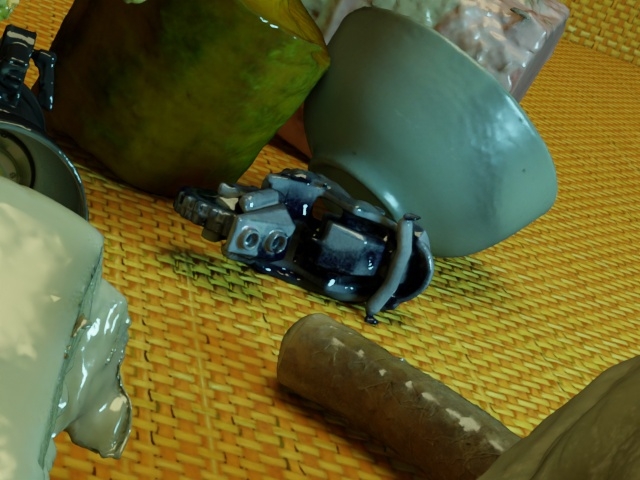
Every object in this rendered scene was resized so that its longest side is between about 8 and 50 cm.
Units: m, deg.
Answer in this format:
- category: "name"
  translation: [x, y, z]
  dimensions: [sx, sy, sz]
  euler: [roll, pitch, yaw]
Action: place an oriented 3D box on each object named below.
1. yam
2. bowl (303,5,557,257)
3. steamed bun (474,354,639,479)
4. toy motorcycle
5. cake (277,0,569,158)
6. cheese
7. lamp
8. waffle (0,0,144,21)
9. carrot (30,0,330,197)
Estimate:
- category: "yam"
  translation: [0.105, 0.158, 1.173]
  dimensions: [0.357, 0.081, 0.081]
  euler: [32, 20, 29]
- category: "bowl"
  translation: [0.081, -0.080, 1.630]
  dimensions: [0.289, 0.146, 0.289]
  euler: [39, -18, 15]
- category: "steamed bun"
  translation: [0.277, 0.190, 0.912]
  dimensions: [0.342, 0.255, 0.367]
  euler: [0, 42, -39]
- category: "toy motorcycle"
  translation: [0.000, 0.000, 1.451]
  dimensions: [0.159, 0.106, 0.270]
  euler: [30, 15, 39]
- category: "cake"
  translation: [0.095, -0.225, 1.910]
  dimensions: [0.307, 0.293, 0.314]
  euler: [31, 23, 7]
- category: "cheese"
  translation: [-0.203, 0.077, 0.854]
  dimensions: [0.233, 0.127, 0.266]
  euler: [27, 43, -13]
- category: "lamp"
  translation: [-0.254, -0.070, 1.244]
  dimensions: [0.147, 0.172, 0.227]
  euler: [15, 21, -18]
- category: "waffle"
  translation: [-0.239, -0.292, 1.324]
  dimensions: [0.301, 0.058, 0.281]
  euler: [7, 61, -22]
- category: "carrot"
  translation: [-0.119, -0.198, 1.571]
  dimensions: [0.241, 0.340, 0.241]
  euler: [29, 28, -18]
